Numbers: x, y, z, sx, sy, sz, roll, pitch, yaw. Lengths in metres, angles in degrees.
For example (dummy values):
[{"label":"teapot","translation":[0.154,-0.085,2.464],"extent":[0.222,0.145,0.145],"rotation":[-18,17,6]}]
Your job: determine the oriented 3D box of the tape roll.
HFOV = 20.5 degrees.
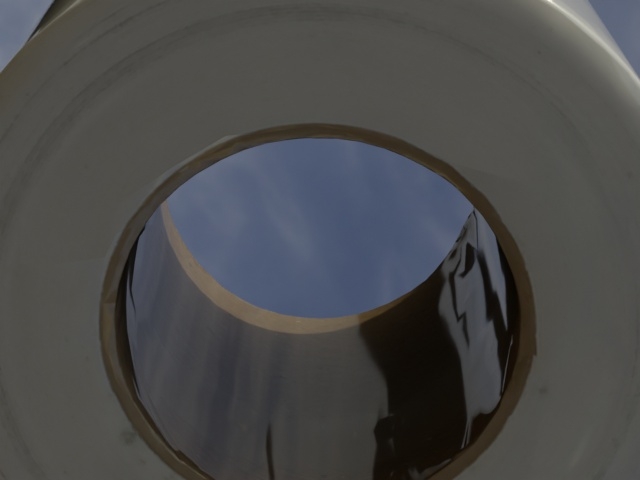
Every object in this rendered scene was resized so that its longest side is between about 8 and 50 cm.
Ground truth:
[{"label":"tape roll","translation":[0.000,0.000,0.611],"extent":[0.246,0.246,0.169],"rotation":[-56,-169,16]}]
